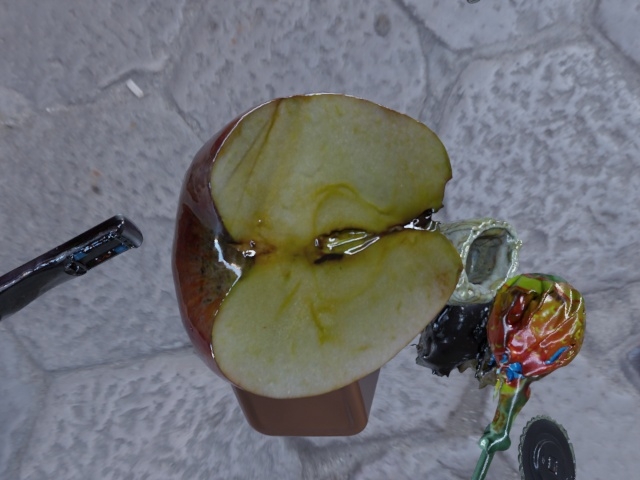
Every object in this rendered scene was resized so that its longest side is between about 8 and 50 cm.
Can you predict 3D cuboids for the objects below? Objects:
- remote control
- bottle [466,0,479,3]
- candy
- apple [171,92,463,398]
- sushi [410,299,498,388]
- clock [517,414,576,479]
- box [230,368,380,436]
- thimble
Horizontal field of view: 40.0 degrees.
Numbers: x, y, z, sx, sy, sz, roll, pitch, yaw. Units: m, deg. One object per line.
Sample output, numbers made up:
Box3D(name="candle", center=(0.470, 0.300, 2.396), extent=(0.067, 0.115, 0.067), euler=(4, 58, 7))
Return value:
Box3D(name="remote control", center=(-0.285, 0.035, 0.917), extent=(0.212, 0.059, 0.028), euler=(-29, 68, 5))
Box3D(name="bottle", center=(0.290, -0.567, 1.794), extent=(0.120, 0.253, 0.120), euler=(-2, 84, 20))
Box3D(name="candy", center=(0.097, 0.113, 0.499), extent=(0.060, 0.060, 0.201), euler=(22, 86, 0))
Box3D(name="apple", center=(0.000, 0.000, 1.070), extent=(0.365, 0.329, 0.295), euler=(-13, 54, -25))
Box3D(name="sushi", center=(0.299, 0.163, 1.681), extent=(0.218, 0.225, 0.238), euler=(21, 112, -4))
Box3D(name="clock", center=(0.171, 0.169, 0.662), extent=(0.083, 0.010, 0.074), euler=(34, 56, -37))
Box3D(name="box", center=(-0.034, 0.151, 1.508), extent=(0.239, 0.339, 0.229), euler=(-3, 38, 17))
Box3D(name="thimble", center=(0.240, 0.031, 1.475), extent=(0.190, 0.143, 0.137), euler=(-31, 103, -35))
